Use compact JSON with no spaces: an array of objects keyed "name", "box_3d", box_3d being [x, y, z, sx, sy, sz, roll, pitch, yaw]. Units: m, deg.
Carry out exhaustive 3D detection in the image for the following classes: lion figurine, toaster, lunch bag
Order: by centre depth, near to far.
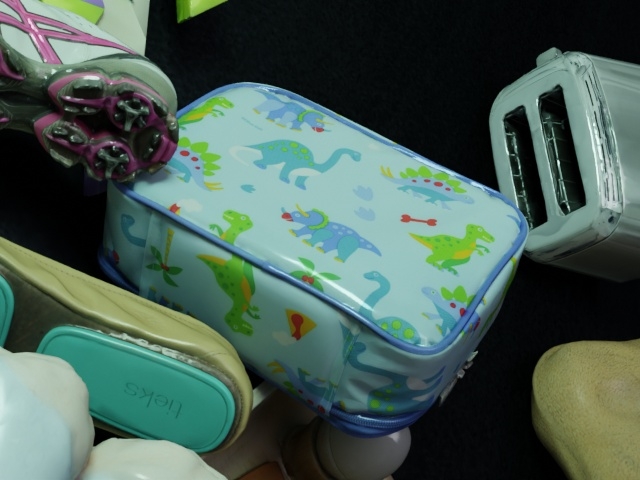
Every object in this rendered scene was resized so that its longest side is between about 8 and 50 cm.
[{"name":"lunch bag","box_3d":[0.000,0.000,0.608,0.219,0.090,0.176,28,40,14]},{"name":"lion figurine","box_3d":[0.235,0.171,0.759,0.240,0.142,0.392,12,20,-18]},{"name":"toaster","box_3d":[0.238,-0.057,0.913,0.146,0.129,0.227,9,66,-38]}]

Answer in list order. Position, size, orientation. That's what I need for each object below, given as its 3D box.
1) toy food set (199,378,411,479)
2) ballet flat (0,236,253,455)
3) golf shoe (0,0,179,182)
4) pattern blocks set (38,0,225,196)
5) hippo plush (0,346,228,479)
[{"name":"toy food set","box_3d":[0.031,0.217,0.592,0.219,0.092,0.306,-37,97,-48]},{"name":"ballet flat","box_3d":[-0.143,0.041,0.517,0.232,0.080,0.073,26,17,-11]},{"name":"golf shoe","box_3d":[-0.161,-0.091,0.531,0.186,0.067,0.086,23,29,-26]},{"name":"pattern blocks set","box_3d":[-0.160,-0.186,0.600,0.285,0.026,0.325,-8,89,-46]},{"name":"hippo plush","box_3d":[-0.113,0.151,0.296,0.294,0.236,0.234,-23,96,-29]}]
